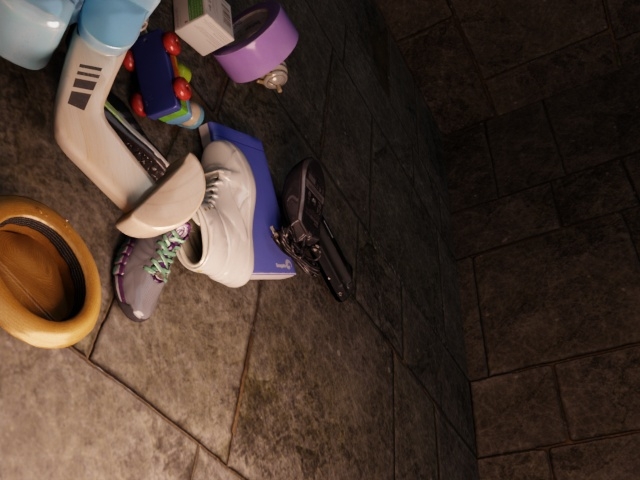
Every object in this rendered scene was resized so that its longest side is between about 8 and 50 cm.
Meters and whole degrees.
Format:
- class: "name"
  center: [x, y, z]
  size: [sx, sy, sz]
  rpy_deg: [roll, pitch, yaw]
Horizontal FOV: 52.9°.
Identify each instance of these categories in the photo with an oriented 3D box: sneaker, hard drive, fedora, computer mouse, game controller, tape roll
- class: "sneaker"
  center: [-0.198, -0.072, 1.157]
  size: [0.169, 0.108, 0.293]
  rpy_deg: [30, 47, -62]
- class: "hard drive"
  center: [-0.149, -0.076, 1.354]
  size: [0.210, 0.040, 0.319]
  rpy_deg: [7, 66, -65]
- class: "fedora"
  center: [-0.351, 0.044, 0.756]
  size: [0.194, 0.079, 0.194]
  rpy_deg: [45, 31, -36]
- class: "sneaker"
  center: [-0.305, -0.171, 1.021]
  size: [0.235, 0.084, 0.097]
  rpy_deg: [54, 27, -35]
- class: "computer mouse"
  center: [-0.052, -0.066, 1.442]
  size: [0.188, 0.072, 0.272]
  rpy_deg: [50, 41, -50]
- class: "game controller"
  center: [0.000, 0.000, 1.629]
  size: [0.166, 0.067, 0.319]
  rpy_deg: [-91, 155, -68]
- class: "sneaker"
  center: [-0.250, 0.014, 0.983]
  size: [0.083, 0.098, 0.224]
  rpy_deg: [45, 34, -47]
- class: "tape roll"
  center: [-0.149, -0.450, 1.453]
  size: [0.080, 0.189, 0.189]
  rpy_deg: [52, 29, -39]

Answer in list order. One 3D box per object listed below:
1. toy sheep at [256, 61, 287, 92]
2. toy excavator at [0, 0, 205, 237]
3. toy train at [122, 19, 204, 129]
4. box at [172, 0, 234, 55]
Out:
- class: "toy sheep"
  center: [-0.126, -0.428, 1.627]
  size: [0.091, 0.091, 0.132]
  rpy_deg: [18, 51, -62]
- class: "toy excavator"
  center: [-0.326, -0.269, 0.863]
  size: [0.433, 0.222, 0.445]
  rpy_deg: [23, 71, -29]
- class: "toy train"
  center: [-0.286, -0.330, 1.179]
  size: [0.143, 0.105, 0.248]
  rpy_deg: [24, 50, -74]
- class: "box"
  center: [-0.250, -0.474, 1.374]
  size: [0.102, 0.087, 0.101]
  rpy_deg: [30, 46, -56]
